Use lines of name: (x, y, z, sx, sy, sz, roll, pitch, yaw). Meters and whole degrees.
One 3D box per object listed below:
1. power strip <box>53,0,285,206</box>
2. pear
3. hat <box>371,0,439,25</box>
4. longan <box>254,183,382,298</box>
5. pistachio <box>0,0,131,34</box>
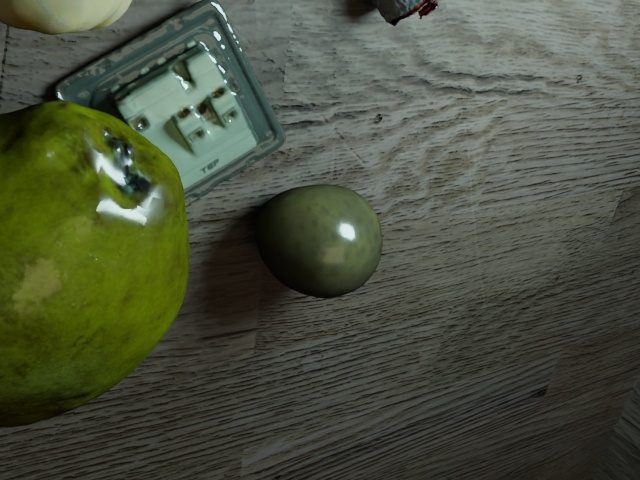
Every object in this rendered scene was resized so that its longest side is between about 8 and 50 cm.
power strip: (-0.191, -0.163, 0.923, 0.257, 0.092, 0.251, -33, 135, -7)
pear: (-0.343, 0.029, 0.784, 0.352, 0.352, 0.413, 24, 110, -41)
hat: (0.095, -0.427, 0.956, 0.227, 0.129, 0.140, 42, 49, -27)
longan: (0.000, 0.000, 1.092, 0.220, 0.196, 0.197, 8, 114, -34)
pistachio: (-0.302, -0.342, 0.634, 0.238, 0.229, 0.321, -37, 136, -1)
